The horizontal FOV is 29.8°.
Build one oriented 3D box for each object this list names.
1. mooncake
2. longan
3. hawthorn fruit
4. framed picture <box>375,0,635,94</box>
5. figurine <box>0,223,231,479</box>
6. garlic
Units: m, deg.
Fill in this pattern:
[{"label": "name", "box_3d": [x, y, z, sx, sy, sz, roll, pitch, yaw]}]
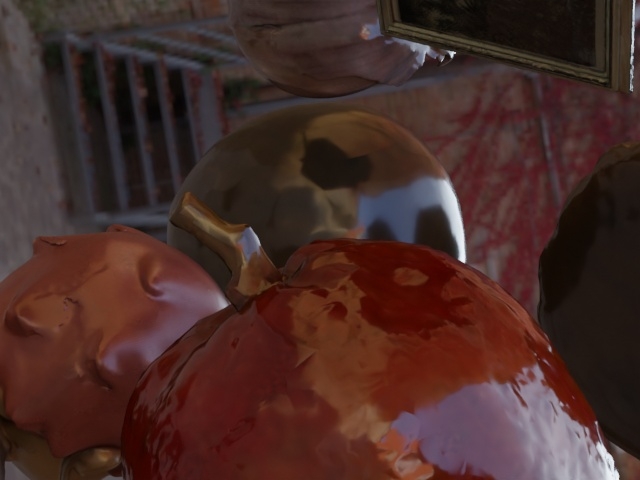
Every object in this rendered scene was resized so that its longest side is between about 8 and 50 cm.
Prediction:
[{"label": "mooncake", "box_3d": [0.357, 0.048, 1.000, 0.187, 0.324, 0.324, -19, 103, -47]}, {"label": "longan", "box_3d": [0.000, 0.000, 1.045, 0.258, 0.258, 0.258, 171, -90, -88]}, {"label": "hawthorn fruit", "box_3d": [0.010, 0.091, 0.481, 0.253, 0.205, 0.205, 62, 5, -20]}, {"label": "framed picture", "box_3d": [0.075, -0.149, 0.548, 0.011, 0.142, 0.183, -54, 149, -30]}, {"label": "figurine", "box_3d": [-0.160, 0.085, 0.696, 0.207, 0.387, 0.166, 48, -37, 40]}, {"label": "garlic", "box_3d": [0.028, -0.209, 0.896, 0.257, 0.207, 0.207, -113, -166, -69]}]
